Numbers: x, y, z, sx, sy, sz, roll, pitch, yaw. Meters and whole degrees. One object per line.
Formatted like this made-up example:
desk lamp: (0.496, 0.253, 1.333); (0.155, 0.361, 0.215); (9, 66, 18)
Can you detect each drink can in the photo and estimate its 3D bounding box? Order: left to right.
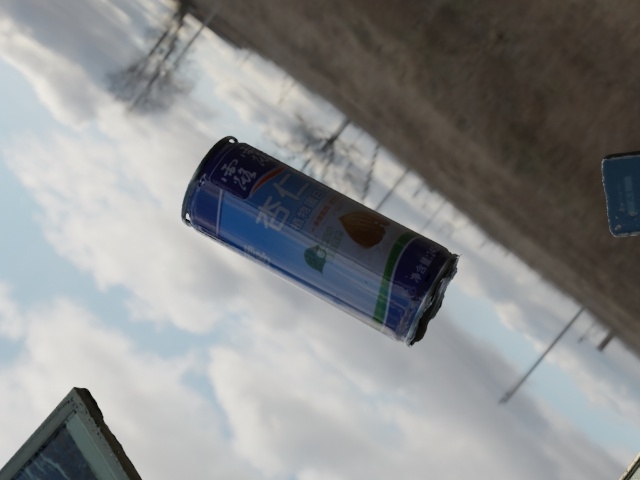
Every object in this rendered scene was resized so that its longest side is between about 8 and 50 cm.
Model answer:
drink can: (0.000, 0.000, 0.993); (0.235, 0.097, 0.097); (29, -176, 12)

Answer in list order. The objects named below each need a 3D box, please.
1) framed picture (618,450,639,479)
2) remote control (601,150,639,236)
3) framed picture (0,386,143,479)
framed picture: (0.452, 0.312, 1.426); (0.010, 0.136, 0.201); (31, -170, -18)
remote control: (0.309, -0.043, 0.752); (0.245, 0.063, 0.025); (-5, -173, 34)
framed picture: (-0.239, 0.353, 1.144); (0.335, 0.247, 0.022); (51, -163, 27)
